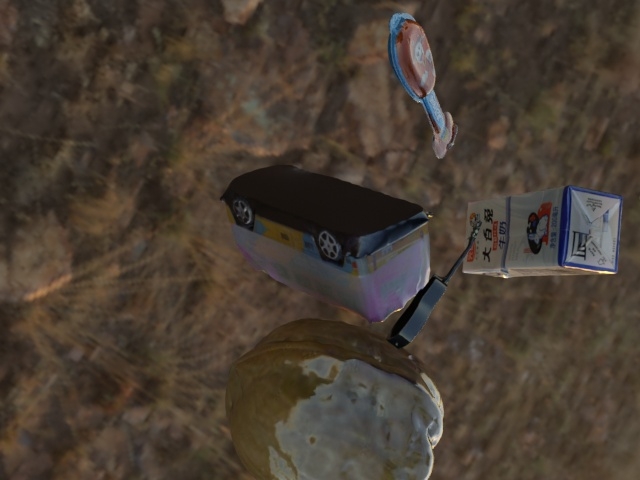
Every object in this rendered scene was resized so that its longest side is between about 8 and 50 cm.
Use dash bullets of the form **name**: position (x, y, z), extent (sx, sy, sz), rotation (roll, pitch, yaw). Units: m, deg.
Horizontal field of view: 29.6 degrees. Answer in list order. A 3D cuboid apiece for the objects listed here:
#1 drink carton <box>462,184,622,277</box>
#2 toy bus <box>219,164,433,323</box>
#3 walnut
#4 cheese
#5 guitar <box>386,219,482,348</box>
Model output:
- **drink carton**: position (0.349, -0.009, 1.968), extent (0.106, 0.315, 0.130), rotation (9, 84, -23)
- **toy bus**: position (0.000, 0.000, 1.983), extent (0.171, 0.386, 0.162), rotation (-24, 120, -34)
- **walnut**: position (0.014, 0.266, 1.849), extent (0.306, 0.344, 0.306), rotation (-54, -166, 19)
- **cheese**: position (0.152, -0.231, 1.797), extent (0.256, 0.037, 0.106), rotation (61, 42, -36)
- **guitar**: position (0.173, 0.061, 1.775), extent (0.233, 0.025, 0.088), rotation (-54, -177, -19)
